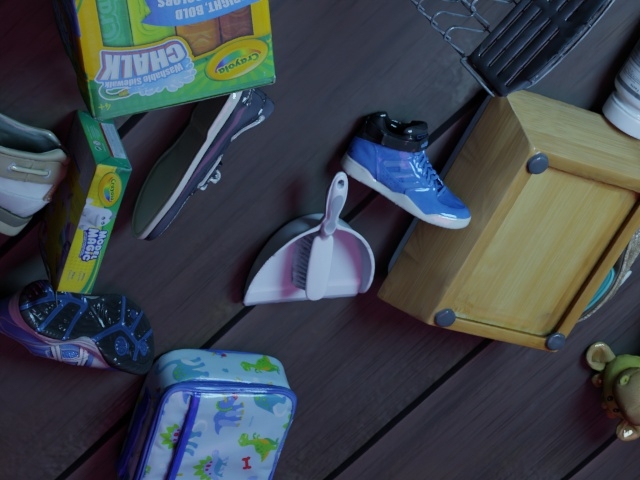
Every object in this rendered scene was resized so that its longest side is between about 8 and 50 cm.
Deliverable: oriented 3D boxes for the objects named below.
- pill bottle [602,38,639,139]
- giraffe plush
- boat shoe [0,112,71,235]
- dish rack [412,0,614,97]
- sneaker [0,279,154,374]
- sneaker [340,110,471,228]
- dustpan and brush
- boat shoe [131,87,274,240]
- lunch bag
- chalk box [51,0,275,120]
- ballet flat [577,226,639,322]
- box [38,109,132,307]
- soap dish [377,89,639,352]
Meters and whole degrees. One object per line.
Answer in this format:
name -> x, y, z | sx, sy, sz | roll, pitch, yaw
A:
pill bottle -> 0.368, -0.181, 2.059 | 0.078, 0.078, 0.137 | 14, 120, -30
giraffe plush -> 0.419, 0.165, 2.317 | 0.170, 0.181, 0.210 | -20, 166, 7
boat shoe -> -0.365, -0.113, 1.806 | 0.103, 0.113, 0.302 | -44, 139, 12
dish rack -> 0.152, -0.278, 1.786 | 0.208, 0.271, 0.074 | -48, 151, 18
sneaker -> -0.262, 0.093, 2.034 | 0.081, 0.080, 0.211 | -13, 151, 37
sneaker -> 0.104, -0.079, 2.013 | 0.152, 0.058, 0.084 | 31, 112, 7
dustpan and brush -> 0.000, 0.000, 2.063 | 0.147, 0.060, 0.211 | -4, 127, -19
boat shoe -> -0.121, -0.076, 1.949 | 0.065, 0.075, 0.206 | 25, 109, -31
lunch bag -> -0.135, 0.231, 2.172 | 0.176, 0.090, 0.219 | 7, 122, -23
chalk box -> -0.152, -0.234, 1.744 | 0.180, 0.179, 0.289 | -15, 130, -10
ballet flat -> 0.346, 0.015, 2.212 | 0.067, 0.073, 0.206 | 1, 130, -40
box -> -0.242, -0.028, 1.916 | 0.043, 0.105, 0.179 | 8, 123, -26
soap dish -> 0.230, -0.014, 2.107 | 0.229, 0.118, 0.291 | 14, 118, -30
